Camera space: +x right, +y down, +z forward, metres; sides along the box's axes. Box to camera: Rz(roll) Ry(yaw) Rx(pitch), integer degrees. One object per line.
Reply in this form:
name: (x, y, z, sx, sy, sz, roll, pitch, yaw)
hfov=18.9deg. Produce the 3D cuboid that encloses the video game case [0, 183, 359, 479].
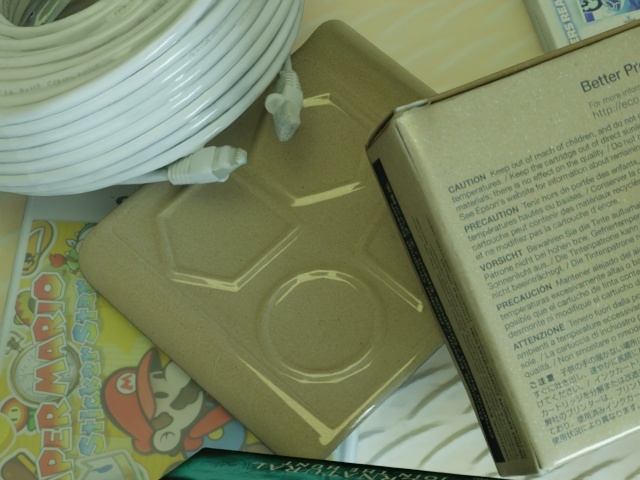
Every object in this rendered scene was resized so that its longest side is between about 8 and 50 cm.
video game case: (-0.078, 0.069, 1.059, 0.206, 0.026, 0.227, 2, 62, 9)

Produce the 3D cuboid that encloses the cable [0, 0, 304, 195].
cable: (-0.134, -0.138, 1.111, 0.257, 0.089, 0.257, -11, 49, 17)

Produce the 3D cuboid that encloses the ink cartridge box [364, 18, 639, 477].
ink cartridge box: (0.167, -0.010, 0.985, 0.234, 0.088, 0.193, -21, 85, -12)

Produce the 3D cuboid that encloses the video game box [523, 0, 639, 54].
video game box: (0.224, -0.128, 1.117, 0.187, 0.048, 0.205, -14, 60, -4)

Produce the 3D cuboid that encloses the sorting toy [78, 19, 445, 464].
sorting toy: (0.000, 0.000, 1.056, 0.193, 0.038, 0.208, 40, 77, 25)

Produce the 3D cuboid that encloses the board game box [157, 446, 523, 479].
board game box: (0.006, 0.134, 0.917, 0.186, 0.126, 0.026, 3, 100, 18)
